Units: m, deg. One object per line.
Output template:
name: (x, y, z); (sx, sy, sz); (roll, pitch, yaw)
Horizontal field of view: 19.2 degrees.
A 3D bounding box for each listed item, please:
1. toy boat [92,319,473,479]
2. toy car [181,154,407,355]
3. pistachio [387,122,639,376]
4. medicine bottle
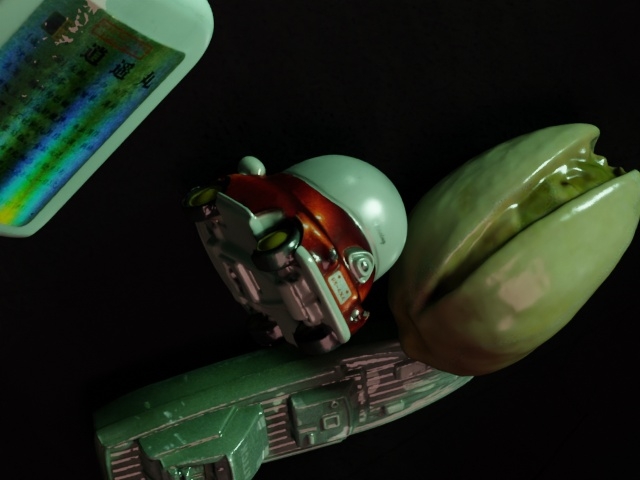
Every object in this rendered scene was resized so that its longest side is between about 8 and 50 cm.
toy boat: (-0.018, 0.111, 1.229); (0.260, 0.085, 0.078); (-15, 134, -11)
toy car: (0.000, 0.000, 1.113); (0.112, 0.139, 0.112); (-35, 116, -18)
pistachio: (0.117, 0.006, 1.175); (0.185, 0.124, 0.124); (-39, 134, 6)
medicine bottle: (-0.130, -0.108, 0.979); (0.229, 0.083, 0.121); (-44, 134, 19)
